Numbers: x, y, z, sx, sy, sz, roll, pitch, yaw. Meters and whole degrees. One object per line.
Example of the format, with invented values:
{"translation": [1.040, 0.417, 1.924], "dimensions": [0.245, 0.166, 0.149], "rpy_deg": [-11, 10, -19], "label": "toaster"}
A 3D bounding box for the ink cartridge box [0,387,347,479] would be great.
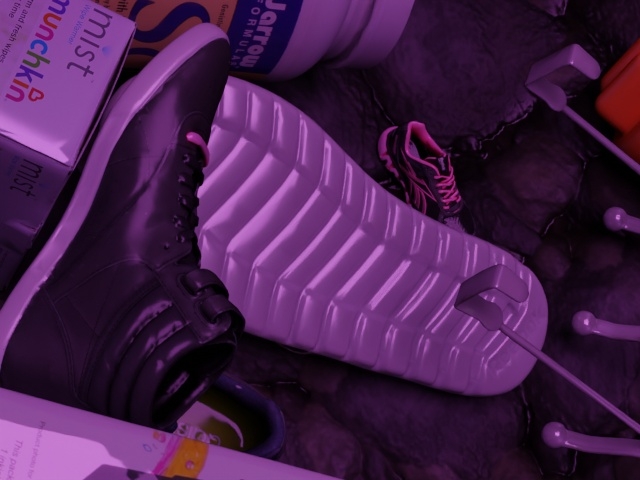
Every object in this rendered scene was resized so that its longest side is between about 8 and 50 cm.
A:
{"translation": [-0.154, 0.201, 1.173], "dimensions": [0.306, 0.226, 0.131], "rpy_deg": [16, 68, -17], "label": "ink cartridge box"}

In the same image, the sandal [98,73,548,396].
{"translation": [-0.007, 0.014, 1.379], "dimensions": [0.416, 0.102, 0.169], "rpy_deg": [32, 77, -23], "label": "sandal"}

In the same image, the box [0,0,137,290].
{"translation": [-0.277, -0.094, 1.206], "dimensions": [0.231, 0.262, 0.126], "rpy_deg": [24, 64, -10], "label": "box"}

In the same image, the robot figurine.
{"translation": [0.345, -0.086, 1.535], "dimensions": [0.219, 0.158, 0.128], "rpy_deg": [37, 84, -6], "label": "robot figurine"}

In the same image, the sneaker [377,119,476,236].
{"translation": [0.094, -0.049, 1.459], "dimensions": [0.047, 0.057, 0.119], "rpy_deg": [-32, 87, -30], "label": "sneaker"}

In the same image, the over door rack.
{"translation": [0.224, 0.037, 1.410], "dimensions": [0.324, 0.108, 0.239], "rpy_deg": [44, 52, -33], "label": "over door rack"}

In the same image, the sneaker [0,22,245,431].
{"translation": [-0.096, 0.001, 1.189], "dimensions": [0.147, 0.104, 0.295], "rpy_deg": [24, 77, 17], "label": "sneaker"}

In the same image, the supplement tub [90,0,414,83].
{"translation": [-0.110, -0.244, 1.342], "dimensions": [0.331, 0.241, 0.241], "rpy_deg": [3, 71, -21], "label": "supplement tub"}

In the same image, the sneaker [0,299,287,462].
{"translation": [-0.155, 0.102, 1.266], "dimensions": [0.300, 0.121, 0.111], "rpy_deg": [17, 66, -16], "label": "sneaker"}
